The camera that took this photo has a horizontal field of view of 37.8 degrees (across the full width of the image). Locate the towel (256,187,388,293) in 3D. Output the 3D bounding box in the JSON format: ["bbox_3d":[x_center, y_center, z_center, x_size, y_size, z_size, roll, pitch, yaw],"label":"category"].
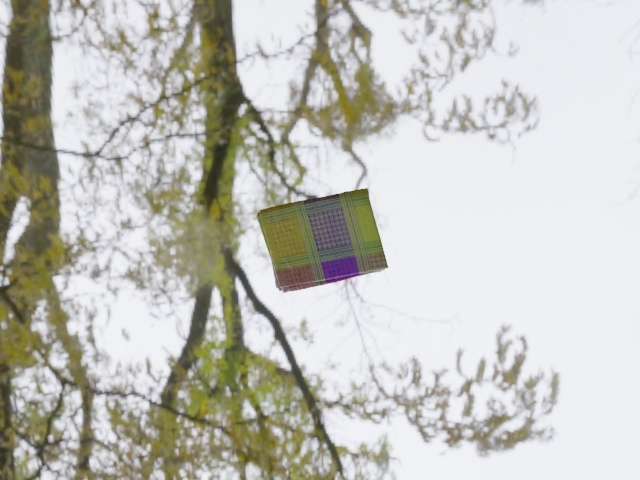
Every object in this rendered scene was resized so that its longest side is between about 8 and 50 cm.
[{"bbox_3d":[0.000,0.000,0.624,0.083,0.060,0.009,-13,-172,21],"label":"towel"}]
